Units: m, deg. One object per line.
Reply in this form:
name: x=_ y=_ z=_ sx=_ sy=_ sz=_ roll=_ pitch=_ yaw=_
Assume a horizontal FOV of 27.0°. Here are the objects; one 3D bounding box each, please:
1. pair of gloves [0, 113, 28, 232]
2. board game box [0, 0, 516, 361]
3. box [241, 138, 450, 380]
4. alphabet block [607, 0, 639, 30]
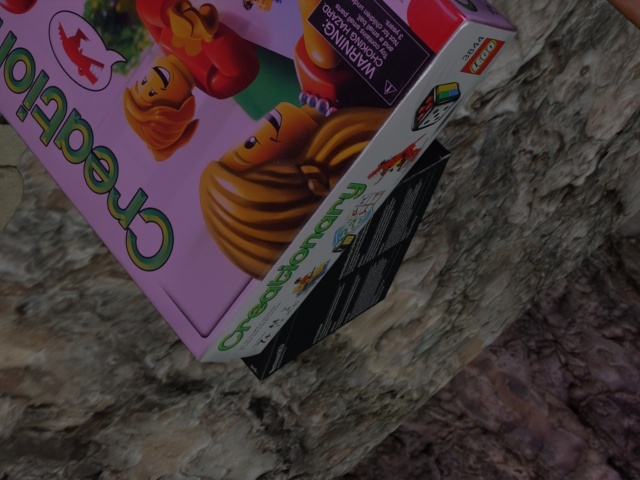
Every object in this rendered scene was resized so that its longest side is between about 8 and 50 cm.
pair of gloves: x=-0.284 y=-0.020 z=0.825 sx=0.240 sy=0.042 sz=0.204 roll=-20 pitch=147 yaw=-52
board game box: x=-0.078 y=-0.120 z=0.615 sx=0.193 sy=0.305 sz=0.053 roll=-52 pitch=156 yaw=23
box: x=0.000 y=0.000 z=1.318 sx=0.184 sy=0.103 sz=0.261 roll=-34 pitch=159 yaw=-32
alphabet block: x=0.294 y=-0.303 z=1.112 sx=0.193 sy=0.197 sz=0.192 roll=-12 pitch=143 yaw=-56
